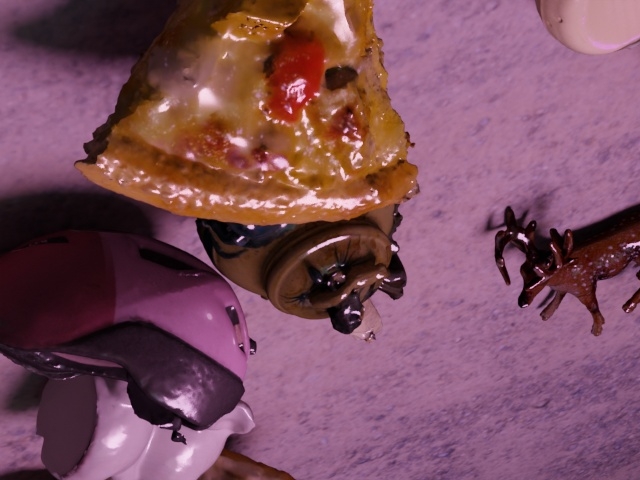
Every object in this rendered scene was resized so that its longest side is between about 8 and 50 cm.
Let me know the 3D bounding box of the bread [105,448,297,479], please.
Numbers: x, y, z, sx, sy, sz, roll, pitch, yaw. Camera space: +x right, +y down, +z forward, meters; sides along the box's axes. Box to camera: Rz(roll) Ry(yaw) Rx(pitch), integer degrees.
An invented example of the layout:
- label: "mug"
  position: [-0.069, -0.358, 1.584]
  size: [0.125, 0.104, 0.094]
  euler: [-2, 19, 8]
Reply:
- label: "bread"
  position: [-0.208, 0.409, 1.460]
  size: [0.361, 0.250, 0.394]
  euler: [-6, 146, -23]

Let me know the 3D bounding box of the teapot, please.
- label: "teapot"
  position: [0.000, 0.000, 1.074]
  size: [0.173, 0.182, 0.269]
  euler: [-38, 145, 17]

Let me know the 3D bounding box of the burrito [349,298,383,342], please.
- label: "burrito"
  position: [0.024, 0.057, 1.303]
  size: [0.045, 0.041, 0.185]
  euler: [10, 157, 23]

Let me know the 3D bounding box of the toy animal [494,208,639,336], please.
- label: "toy animal"
  position: [0.296, 0.016, 1.408]
  size: [0.243, 0.087, 0.260]
  euler: [-34, 147, -12]

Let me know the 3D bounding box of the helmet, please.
- label: "helmet"
  position: [-0.172, 0.063, 1.061]
  size: [0.154, 0.253, 0.198]
  euler: [-57, 178, -13]

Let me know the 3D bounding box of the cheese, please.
- label: "cheese"
  position: [0.230, -0.238, 1.003]
  size: [0.137, 0.064, 0.227]
  euler: [-30, 148, 1]

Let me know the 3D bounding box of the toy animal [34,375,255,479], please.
- label: "toy animal"
  position: [-0.171, 0.171, 1.253]
  size: [0.193, 0.127, 0.178]
  euler: [4, 135, -34]

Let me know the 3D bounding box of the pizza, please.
- label: "pizza"
  position: [-0.035, -0.142, 0.881]
  size: [0.280, 0.075, 0.287]
  euler: [-5, 117, -23]
